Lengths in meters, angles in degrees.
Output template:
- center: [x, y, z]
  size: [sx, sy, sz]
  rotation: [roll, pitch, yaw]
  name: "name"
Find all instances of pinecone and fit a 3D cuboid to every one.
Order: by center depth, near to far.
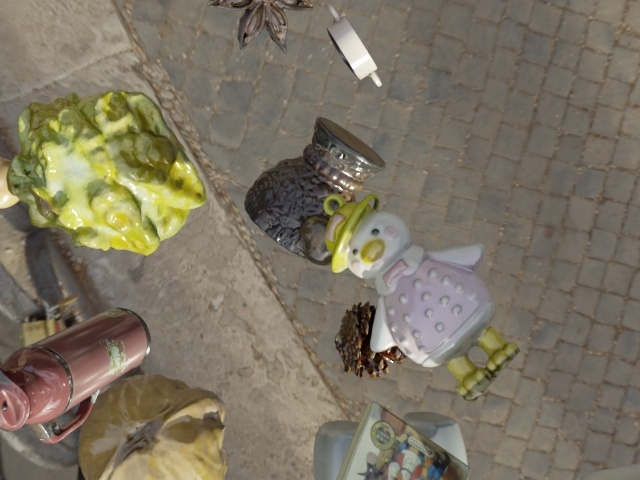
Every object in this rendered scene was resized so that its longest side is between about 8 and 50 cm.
- center: [0.111, 0.203, 1.436]
  size: [0.174, 0.173, 0.173]
  rotation: [-1, 95, -8]
  name: "pinecone"

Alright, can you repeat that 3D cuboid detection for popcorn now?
- center: [-0.363, -0.112, 1.234]
  size: [0.312, 0.312, 0.312]
  rotation: [-1, 95, -8]
  name: "popcorn"

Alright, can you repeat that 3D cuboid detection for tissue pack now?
- center: [0.157, 0.525, 1.595]
  size: [0.333, 0.229, 0.236]
  rotation: [-3, 84, -14]
  name: "tissue pack"

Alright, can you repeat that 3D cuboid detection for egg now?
- center: [-0.604, -0.109, 1.344]
  size: [0.080, 0.080, 0.096]
  rotation: [23, 77, -10]
  name: "egg"

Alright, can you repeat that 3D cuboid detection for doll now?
- center: [0.075, 0.036, 0.586]
  size: [0.207, 0.081, 0.129]
  rotation: [47, 106, 14]
  name: "doll"

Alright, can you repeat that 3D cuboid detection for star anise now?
- center: [-0.106, -0.420, 1.243]
  size: [0.208, 0.063, 0.172]
  rotation: [-9, 113, -32]
  name: "star anise"

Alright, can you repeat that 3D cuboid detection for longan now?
- center: [0.000, 0.000, 1.469]
  size: [0.113, 0.092, 0.113]
  rotation: [-1, 92, -24]
  name: "longan"

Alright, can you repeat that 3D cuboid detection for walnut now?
- center: [-0.383, 0.483, 1.640]
  size: [0.384, 0.383, 0.383]
  rotation: [-1, 95, -8]
  name: "walnut"

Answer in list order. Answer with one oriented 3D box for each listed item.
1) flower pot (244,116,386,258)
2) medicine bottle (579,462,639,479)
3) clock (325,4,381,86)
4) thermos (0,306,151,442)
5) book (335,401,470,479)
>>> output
- center: [-0.002, -0.124, 1.622]
  size: [0.266, 0.266, 0.267]
  rotation: [32, 105, -10]
  name: "flower pot"
- center: [0.326, 0.299, 0.432]
  size: [0.236, 0.406, 0.235]
  rotation: [0, 127, 0]
  name: "medicine bottle"
- center: [0.074, -0.472, 1.733]
  size: [0.063, 0.155, 0.229]
  rotation: [-31, 104, 9]
  name: "clock"
- center: [-0.380, 0.200, 1.038]
  size: [0.109, 0.330, 0.136]
  rotation: [28, 103, 8]
  name: "thermos"
- center: [0.097, 0.393, 0.988]
  size: [0.202, 0.027, 0.264]
  rotation: [38, 59, -17]
  name: "book"
